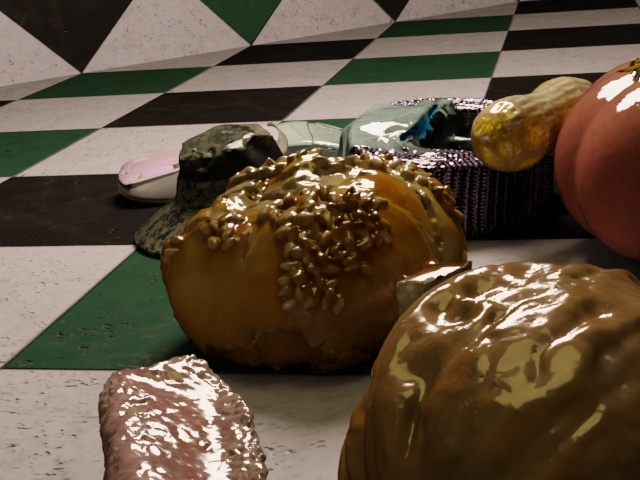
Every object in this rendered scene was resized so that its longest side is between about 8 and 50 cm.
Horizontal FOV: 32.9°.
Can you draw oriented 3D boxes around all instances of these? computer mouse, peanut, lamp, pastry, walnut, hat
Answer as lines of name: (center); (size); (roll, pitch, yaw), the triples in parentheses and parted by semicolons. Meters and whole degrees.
computer mouse: (-0.163, -0.103, 1.520); (0.245, 0.056, 0.126); (-15, 26, -4)
peanut: (0.244, -0.130, 1.194); (0.207, 0.087, 0.087); (-21, 23, -39)
lamp: (0.385, -0.097, 1.062); (0.306, 0.239, 0.305); (-2, 20, 1)
computer mouse: (-0.010, -0.144, 1.604); (0.229, 0.068, 0.113); (-3, 19, 8)
pastry: (0.000, 0.000, 1.006); (0.255, 0.161, 0.311); (5, 22, 24)
walnut: (0.108, 0.109, 0.545); (0.213, 0.213, 0.213); (-5, 18, 1)
pastry: (-0.083, 0.154, 0.641); (0.103, 0.112, 0.265); (1, 10, -9)
hat: (-0.107, -0.073, 1.321); (0.266, 0.128, 0.265); (-8, 17, 2)

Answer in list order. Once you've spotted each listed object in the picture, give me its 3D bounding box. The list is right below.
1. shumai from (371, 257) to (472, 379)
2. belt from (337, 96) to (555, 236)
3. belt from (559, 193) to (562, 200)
shumai: (0.103, 0.071, 0.821); (0.146, 0.116, 0.145); (-3, 19, 1)
belt: (0.155, -0.097, 1.337); (0.260, 0.122, 0.325); (10, 25, 22)
belt: (0.359, -0.123, 1.405); (0.072, 0.087, 0.302); (6, 20, 20)
